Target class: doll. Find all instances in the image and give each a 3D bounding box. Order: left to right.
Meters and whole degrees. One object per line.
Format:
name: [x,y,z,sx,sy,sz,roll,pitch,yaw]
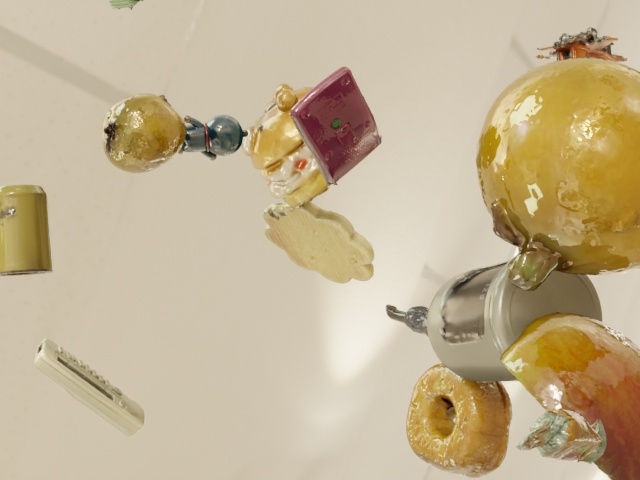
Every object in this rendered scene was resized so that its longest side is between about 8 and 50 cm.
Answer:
doll: [-0.225,-0.217,2.115,0.085,0.151,0.114,-105,9,-50]

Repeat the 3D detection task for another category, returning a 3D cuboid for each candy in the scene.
candy: [0.244,0.193,1.010,0.053,0.046,0.182,-38,-33,19]

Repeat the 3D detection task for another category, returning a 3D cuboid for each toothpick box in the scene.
toothpick box: [0.324,0.148,1.760,0.229,0.229,0.316,-59,13,-19]

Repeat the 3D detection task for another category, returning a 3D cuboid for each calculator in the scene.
calculator: [0.030,-0.182,1.642,0.126,0.034,0.190,-40,-40,-8]

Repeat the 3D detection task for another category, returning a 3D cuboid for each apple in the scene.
apple: [0.420,0.257,1.491,0.254,0.346,0.179,-47,5,-36]

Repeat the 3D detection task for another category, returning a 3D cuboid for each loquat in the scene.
loquat: [-0.344,-0.215,1.997,0.204,0.172,0.149,-32,-83,-47]
loquat: [0.365,-0.083,1.424,0.359,0.328,0.328,-56,-31,-17]

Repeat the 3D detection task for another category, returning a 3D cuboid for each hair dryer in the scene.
hair dryer: [-0.553,-0.005,1.560,0.090,0.278,0.135,24,-119,-85]

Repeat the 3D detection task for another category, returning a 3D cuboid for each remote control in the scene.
remote control: [-0.409,0.263,1.792,0.230,0.090,0.049,42,-84,-19]

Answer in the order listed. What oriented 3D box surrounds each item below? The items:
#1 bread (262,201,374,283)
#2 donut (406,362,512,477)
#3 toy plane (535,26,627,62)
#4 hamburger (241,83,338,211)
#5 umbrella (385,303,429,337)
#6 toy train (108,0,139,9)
bread: [0.000,0.000,2.492,0.054,0.316,0.316,-60,-30,-28]
donut: [0.261,0.338,1.927,0.113,0.226,0.227,10,-80,-34]
toy plane: [0.428,-0.304,1.605,0.188,0.135,0.062,-14,-85,-39]
hamburger: [-0.046,-0.231,2.308,0.237,0.276,0.276,49,-123,-15]
umbrella: [0.223,0.174,2.153,0.070,0.248,0.071,-2,-85,-32]
toy train: [-0.350,-0.441,1.800,0.038,0.093,0.056,-43,-59,-24]
